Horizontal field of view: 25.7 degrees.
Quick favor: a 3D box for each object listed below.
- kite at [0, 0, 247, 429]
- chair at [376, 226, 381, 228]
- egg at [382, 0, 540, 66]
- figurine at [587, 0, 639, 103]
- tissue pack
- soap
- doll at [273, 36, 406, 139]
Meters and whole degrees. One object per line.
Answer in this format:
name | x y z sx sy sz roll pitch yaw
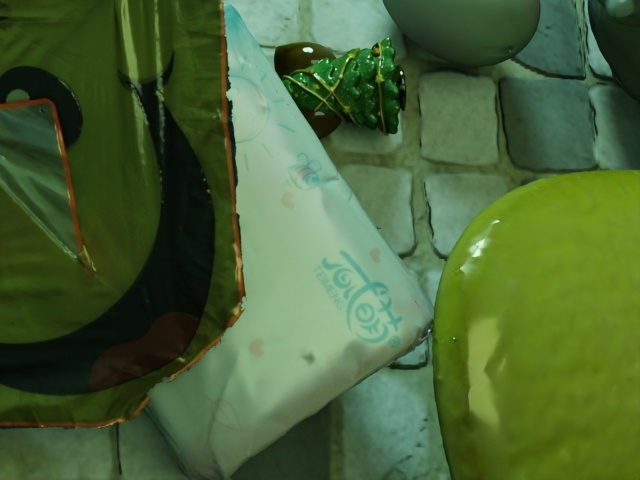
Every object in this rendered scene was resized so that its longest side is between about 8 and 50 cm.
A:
kite | -0.200 -0.028 0.881 0.327 0.013 0.377 45 98 3
chair | 0.000 0.001 1.047 0.086 0.042 0.037 -1 70 15
egg | 0.110 -0.194 1.106 0.135 0.103 0.103 28 66 -11
figurine | 0.370 -0.232 1.159 0.380 0.203 0.248 -42 125 -26
tissue pack | -0.075 0.002 0.951 0.201 0.124 0.271 -33 90 -8
soap | 0.229 0.099 1.019 0.427 0.115 0.306 -8 91 -44
doll | 0.014 -0.116 1.060 0.113 0.076 0.078 -3 84 -22
